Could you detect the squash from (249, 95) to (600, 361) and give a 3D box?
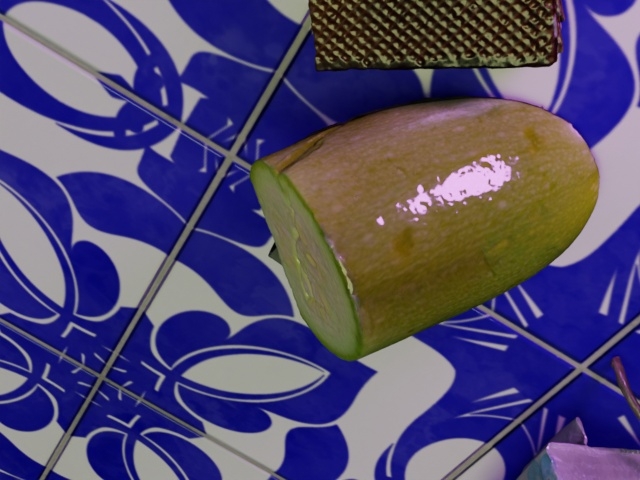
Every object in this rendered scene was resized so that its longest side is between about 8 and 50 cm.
[{"bbox_3d":[0.122,-0.035,1.015,0.210,0.309,0.233,24,137,64],"label":"squash"}]

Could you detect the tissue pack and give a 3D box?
[{"bbox_3d":[0.314,0.342,1.255,0.159,0.145,0.229,7,136,-17],"label":"tissue pack"}]

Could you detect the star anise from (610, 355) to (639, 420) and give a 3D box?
[{"bbox_3d":[0.461,0.249,1.144,0.148,0.218,0.227,-42,129,-4],"label":"star anise"}]

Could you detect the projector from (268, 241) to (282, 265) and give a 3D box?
[{"bbox_3d":[0.000,0.000,1.118,0.082,0.083,0.083,35,130,-10],"label":"projector"}]

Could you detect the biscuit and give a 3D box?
[{"bbox_3d":[0.101,-0.223,0.913,0.252,0.070,0.106,3,127,18],"label":"biscuit"}]
